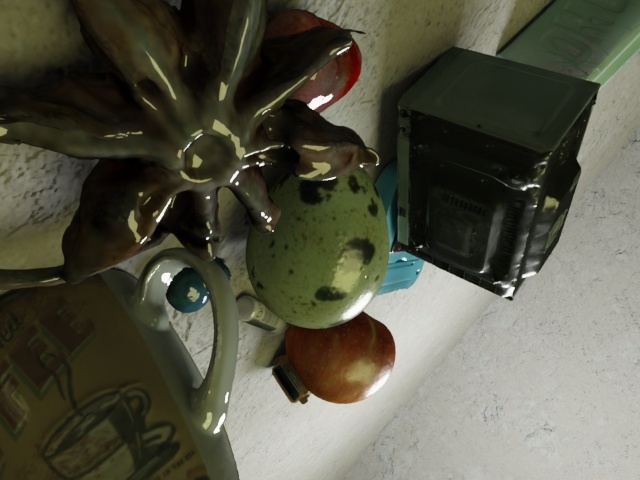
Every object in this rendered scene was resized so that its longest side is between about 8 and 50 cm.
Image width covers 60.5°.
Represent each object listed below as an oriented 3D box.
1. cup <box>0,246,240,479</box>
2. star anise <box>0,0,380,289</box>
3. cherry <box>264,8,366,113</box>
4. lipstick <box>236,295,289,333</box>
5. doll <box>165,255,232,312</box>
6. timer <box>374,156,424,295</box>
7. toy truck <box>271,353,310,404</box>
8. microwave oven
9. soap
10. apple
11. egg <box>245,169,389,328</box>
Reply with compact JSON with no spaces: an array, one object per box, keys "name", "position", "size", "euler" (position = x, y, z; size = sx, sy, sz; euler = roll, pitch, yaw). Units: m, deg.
[{"name":"cup","position":[-0.176,0.159,0.536],"size":[0.301,0.257,0.227],"euler":[-50,157,1]},{"name":"star anise","position":[-0.120,-0.094,0.415],"size":[0.359,0.139,0.316],"euler":[7,114,-29]},{"name":"cherry","position":[-0.021,-0.161,0.511],"size":[0.126,0.087,0.106],"euler":[-31,158,8]},{"name":"lipstick","position":[-0.090,0.117,0.856],"size":[0.040,0.040,0.141],"euler":[-47,155,0]},{"name":"doll","position":[-0.149,0.048,0.657],"size":[0.083,0.050,0.076],"euler":[-41,150,-9]},{"name":"timer","position":[0.133,-0.034,0.982],"size":[0.232,0.091,0.250],"euler":[-2,118,-55]},{"name":"toy truck","position":[0.009,0.248,1.131],"size":[0.140,0.108,0.257],"euler":[-47,161,32]},{"name":"microwave oven","position":[0.233,-0.086,0.795],"size":[0.181,0.237,0.295],"euler":[-46,148,-29]},{"name":"soap","position":[0.426,-0.325,0.899],"size":[0.261,0.150,0.094],"euler":[-44,158,-8]},{"name":"apple","position":[0.027,0.185,0.938],"size":[0.162,0.201,0.201],"euler":[-58,156,-6]},{"name":"egg","position":[0.000,0.000,0.672],"size":[0.177,0.177,0.228],"euler":[-19,133,-45]}]
